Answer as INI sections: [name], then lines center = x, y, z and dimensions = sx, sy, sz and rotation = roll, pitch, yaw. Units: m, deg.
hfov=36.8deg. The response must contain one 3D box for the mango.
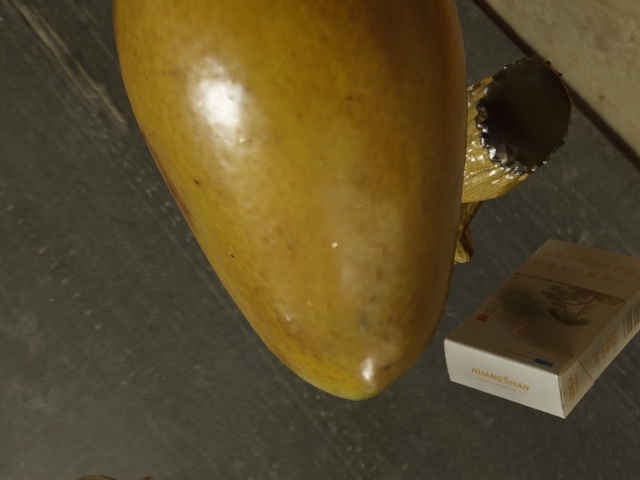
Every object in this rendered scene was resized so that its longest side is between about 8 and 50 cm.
[mango]
center = -0.008, -0.077, 0.653
dimensions = 0.221, 0.264, 0.377
rotation = -15, 105, -6

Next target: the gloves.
[gloves]
center = 0.158, -0.091, 1.107
dimensions = 0.155, 0.356, 0.203
rotation = 34, 65, 3

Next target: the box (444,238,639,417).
[box]
center = 0.269, 0.092, 1.100
dimensions = 0.150, 0.233, 0.067
rotation = 13, 129, 43

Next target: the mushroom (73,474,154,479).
[mushroom]
center = -0.285, 0.412, 1.349
dimensions = 0.204, 0.204, 0.204
rotation = -1, 85, 15
